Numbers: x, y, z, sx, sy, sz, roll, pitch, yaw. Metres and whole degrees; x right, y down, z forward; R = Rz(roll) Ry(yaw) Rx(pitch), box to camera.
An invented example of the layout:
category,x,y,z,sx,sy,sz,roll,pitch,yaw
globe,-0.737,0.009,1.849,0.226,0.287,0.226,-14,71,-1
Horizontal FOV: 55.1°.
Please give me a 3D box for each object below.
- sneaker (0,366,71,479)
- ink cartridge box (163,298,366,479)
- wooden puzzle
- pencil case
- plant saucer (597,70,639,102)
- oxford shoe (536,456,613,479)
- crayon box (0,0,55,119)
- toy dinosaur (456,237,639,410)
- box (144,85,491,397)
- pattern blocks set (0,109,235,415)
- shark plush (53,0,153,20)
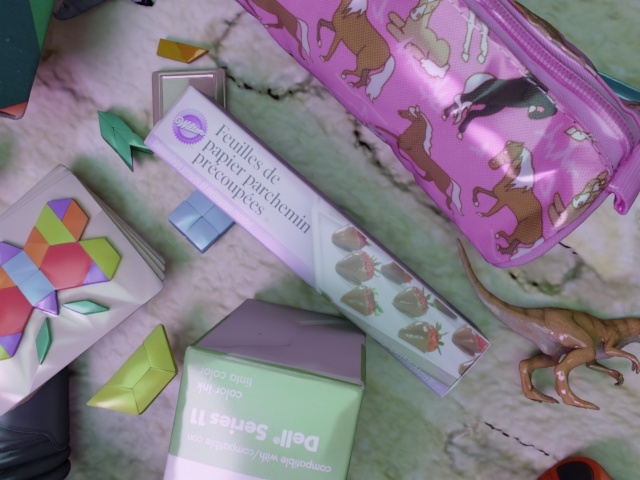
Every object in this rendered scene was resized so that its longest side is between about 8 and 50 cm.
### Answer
category,x,y,z,sx,sy,sz,roll,pitch,yaw
sneaker,-0.364,0.194,0.556,0.295,0.104,0.147,-12,87,2
ink cartridge box,-0.054,0.241,0.477,0.119,0.207,0.354,11,94,4
wooden puzzle,-0.119,-0.123,0.562,0.078,0.014,0.117,6,94,9
pencil case,0.066,-0.157,0.459,0.386,0.167,0.160,47,112,3
plant saucer,0.257,-0.095,0.524,0.192,0.018,0.067,26,95,3
oxford shoe,0.165,0.312,0.518,0.271,0.097,0.098,-44,94,6
crayon box,-0.278,-0.274,0.491,0.202,0.081,0.319,22,97,37
toy dinosaur,0.199,0.081,0.526,0.211,0.064,0.112,13,76,-4
box,0.000,0.000,0.522,0.324,0.067,0.063,41,95,-2
pattern blocks set,-0.243,0.037,0.524,0.285,0.026,0.325,34,76,1
shark plush,-0.170,-0.244,0.555,0.161,0.073,0.067,-12,117,-8
